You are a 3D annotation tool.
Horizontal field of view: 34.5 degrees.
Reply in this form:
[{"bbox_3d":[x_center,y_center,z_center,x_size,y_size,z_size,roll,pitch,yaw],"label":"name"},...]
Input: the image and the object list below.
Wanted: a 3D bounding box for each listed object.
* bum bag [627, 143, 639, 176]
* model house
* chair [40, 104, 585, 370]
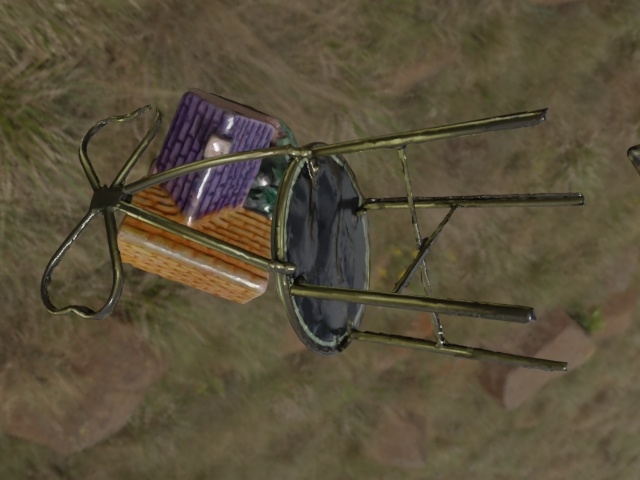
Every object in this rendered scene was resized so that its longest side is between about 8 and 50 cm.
[{"bbox_3d":[0.241,-0.017,0.373,0.102,0.248,0.069,-24,118,-35],"label":"bum bag"},{"bbox_3d":[-0.124,-0.046,1.277,0.237,0.202,0.237,-62,-170,10],"label":"model house"},{"bbox_3d":[0.000,0.000,0.695,0.170,0.325,0.160,43,50,-58],"label":"chair"}]
